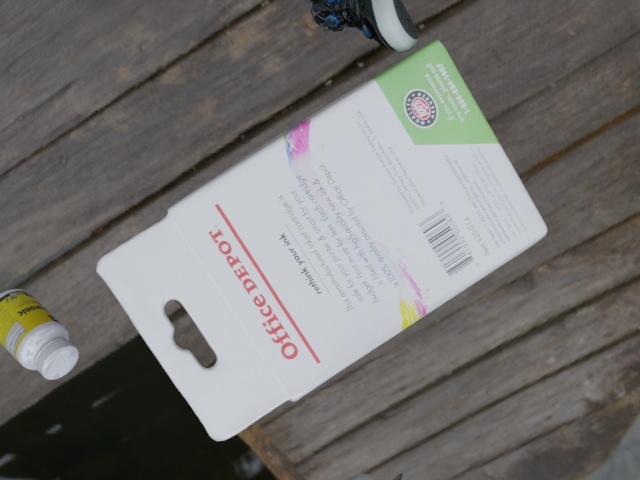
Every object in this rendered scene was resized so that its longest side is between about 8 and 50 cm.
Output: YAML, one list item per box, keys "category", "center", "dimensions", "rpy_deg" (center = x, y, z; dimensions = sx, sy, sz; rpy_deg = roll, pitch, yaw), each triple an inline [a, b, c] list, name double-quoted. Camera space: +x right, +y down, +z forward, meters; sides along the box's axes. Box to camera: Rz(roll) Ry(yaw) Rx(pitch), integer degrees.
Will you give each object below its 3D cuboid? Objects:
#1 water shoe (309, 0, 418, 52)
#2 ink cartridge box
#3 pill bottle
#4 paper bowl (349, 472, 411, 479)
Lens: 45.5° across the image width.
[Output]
- category: "water shoe"
  center: [0.034, -0.220, 0.730]
  dimensions: [0.080, 0.203, 0.073]
  rpy_deg: [-30, 126, 12]
- category: "ink cartridge box"
  center: [0.000, 0.000, 0.710]
  dimensions: [0.354, 0.119, 0.207]
  rpy_deg: [-32, 98, -5]
- category: "pill bottle"
  center: [-0.341, 0.113, 0.903]
  dimensions: [0.065, 0.116, 0.065]
  rpy_deg: [-39, 148, -29]
- category: "paper bowl"
  center: [0.055, 0.499, 1.247]
  dimensions: [0.148, 0.284, 0.284]
  rpy_deg: [40, 109, 12]
